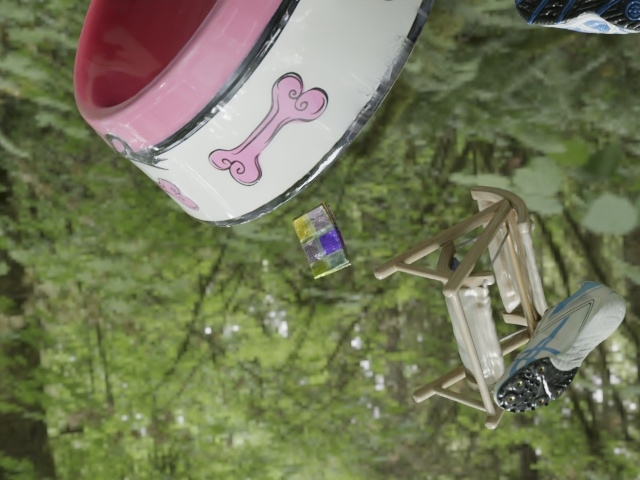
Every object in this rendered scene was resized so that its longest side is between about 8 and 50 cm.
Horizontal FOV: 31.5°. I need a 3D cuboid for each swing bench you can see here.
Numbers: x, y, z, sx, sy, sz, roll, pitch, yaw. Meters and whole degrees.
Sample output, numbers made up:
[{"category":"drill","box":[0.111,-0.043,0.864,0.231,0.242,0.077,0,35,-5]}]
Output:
[{"category":"swing bench","box":[0.246,0.093,1.693,0.255,0.253,0.165,-37,-148,-30]}]

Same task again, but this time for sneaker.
[{"category":"sneaker","box":[0.312,0.143,1.527,0.237,0.085,0.086,-39,-146,-21]},{"category":"sneaker","box":[0.322,-0.264,1.226,0.211,0.080,0.081,12,-169,32]}]

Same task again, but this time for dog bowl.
[{"category":"dog bowl","box":[-0.074,-0.226,1.026,0.150,0.408,0.408,27,168,-30]}]

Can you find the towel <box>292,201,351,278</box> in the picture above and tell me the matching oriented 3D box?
[{"category":"towel","box":[0.000,0.000,1.393,0.060,0.083,0.009,-24,175,33]}]
